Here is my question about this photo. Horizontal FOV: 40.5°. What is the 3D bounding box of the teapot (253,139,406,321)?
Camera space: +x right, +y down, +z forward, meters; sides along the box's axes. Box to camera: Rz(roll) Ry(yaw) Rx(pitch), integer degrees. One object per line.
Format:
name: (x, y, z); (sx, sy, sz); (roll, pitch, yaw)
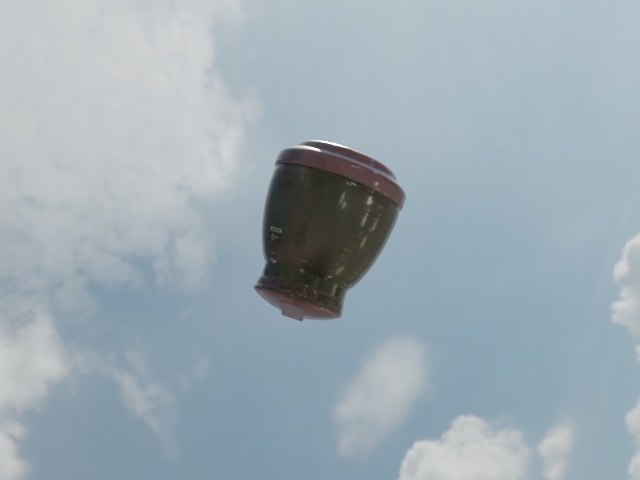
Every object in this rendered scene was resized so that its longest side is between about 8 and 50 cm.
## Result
teapot: (-0.007, -0.003, 0.750); (0.116, 0.148, 0.145); (23, -98, -25)
